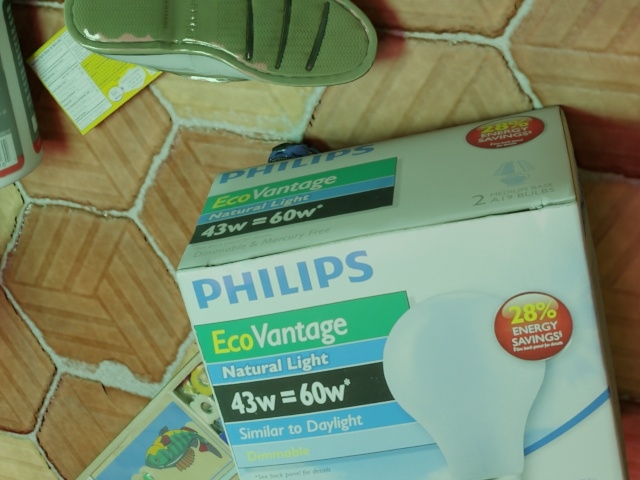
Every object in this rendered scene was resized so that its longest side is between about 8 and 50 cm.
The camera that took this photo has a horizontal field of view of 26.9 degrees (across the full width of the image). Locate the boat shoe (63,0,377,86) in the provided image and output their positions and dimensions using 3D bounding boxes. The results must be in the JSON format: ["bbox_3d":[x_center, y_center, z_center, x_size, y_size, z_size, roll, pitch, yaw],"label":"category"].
[{"bbox_3d":[-0.091,-0.210,1.311,0.302,0.103,0.113,10,91,4],"label":"boat shoe"}]

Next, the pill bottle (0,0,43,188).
[{"bbox_3d":[-0.407,-0.203,1.447,0.161,0.161,0.283,6,120,25],"label":"pill bottle"}]

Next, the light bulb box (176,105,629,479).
[{"bbox_3d":[0.093,0.105,1.270,0.357,0.225,0.361,-11,114,11],"label":"light bulb box"}]

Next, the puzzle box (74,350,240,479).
[{"bbox_3d":[-0.139,0.318,1.682,0.272,0.052,0.409,42,128,-1],"label":"puzzle box"}]

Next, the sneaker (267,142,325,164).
[{"bbox_3d":[0.000,0.000,1.400,0.083,0.087,0.221,-12,112,32],"label":"sneaker"}]

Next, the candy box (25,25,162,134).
[{"bbox_3d":[-0.222,-0.204,1.434,0.206,0.027,0.105,-31,98,37],"label":"candy box"}]
